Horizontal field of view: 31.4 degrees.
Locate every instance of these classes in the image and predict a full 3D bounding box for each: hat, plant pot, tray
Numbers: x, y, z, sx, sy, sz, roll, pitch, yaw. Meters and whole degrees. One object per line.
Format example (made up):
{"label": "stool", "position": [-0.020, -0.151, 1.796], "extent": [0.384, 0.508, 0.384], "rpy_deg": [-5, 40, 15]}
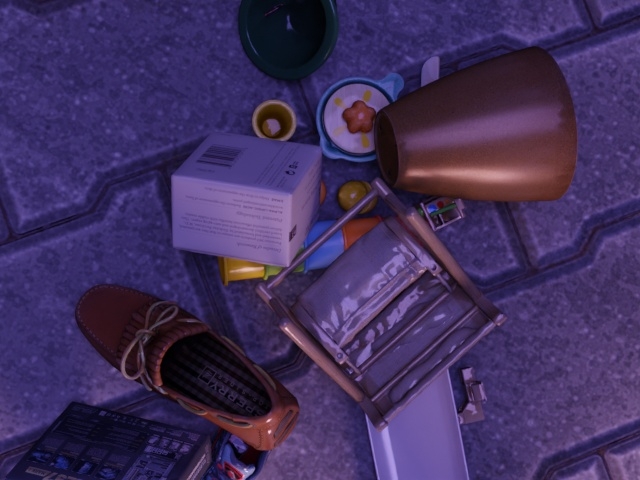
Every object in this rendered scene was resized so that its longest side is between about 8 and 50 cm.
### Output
{"label": "hat", "position": [-0.005, -0.368, 1.819], "extent": [0.173, 0.183, 0.208], "rpy_deg": [49, 123, 5]}
{"label": "plant pot", "position": [0.218, -0.155, 1.711], "extent": [0.254, 0.237, 0.237], "rpy_deg": [-11, 87, -14]}
{"label": "tray", "position": [0.146, 0.289, 1.762], "extent": [0.145, 0.030, 0.270], "rpy_deg": [-12, 86, 16]}

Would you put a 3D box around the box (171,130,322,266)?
{"label": "box", "position": [-0.105, -0.064, 1.665], "extent": [0.182, 0.181, 0.119], "rpy_deg": [9, 119, 11]}

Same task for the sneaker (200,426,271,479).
{"label": "sneaker", "position": [-0.144, 0.336, 1.689], "extent": [0.104, 0.125, 0.262], "rpy_deg": [31, 82, -4]}

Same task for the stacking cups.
{"label": "stacking cups", "position": [0.000, 0.000, 1.754], "extent": [0.316, 0.096, 0.096], "rpy_deg": [-9, 86, -9]}

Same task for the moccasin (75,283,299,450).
{"label": "moccasin", "position": [-0.206, 0.170, 1.638], "extent": [0.380, 0.147, 0.139], "rpy_deg": [35, 75, 25]}

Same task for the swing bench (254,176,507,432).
{"label": "swing bench", "position": [0.089, 0.095, 1.678], "extent": [0.253, 0.165, 0.255], "rpy_deg": [-41, 116, 1]}

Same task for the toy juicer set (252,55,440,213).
{"label": "toy juicer set", "position": [0.071, -0.153, 1.777], "extent": [0.329, 0.089, 0.209], "rpy_deg": [-18, 88, -9]}

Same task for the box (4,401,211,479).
{"label": "box", "position": [-0.296, 0.324, 1.608], "extent": [0.232, 0.183, 0.059], "rpy_deg": [9, 121, 17]}

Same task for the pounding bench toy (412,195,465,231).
{"label": "pounding bench toy", "position": [0.186, -0.046, 1.786], "extent": [0.065, 0.083, 0.052], "rpy_deg": [-26, 89, -10]}

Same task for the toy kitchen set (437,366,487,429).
{"label": "toy kitchen set", "position": [0.214, 0.246, 1.773], "extent": [0.075, 0.068, 0.083], "rpy_deg": [-12, 87, -8]}
